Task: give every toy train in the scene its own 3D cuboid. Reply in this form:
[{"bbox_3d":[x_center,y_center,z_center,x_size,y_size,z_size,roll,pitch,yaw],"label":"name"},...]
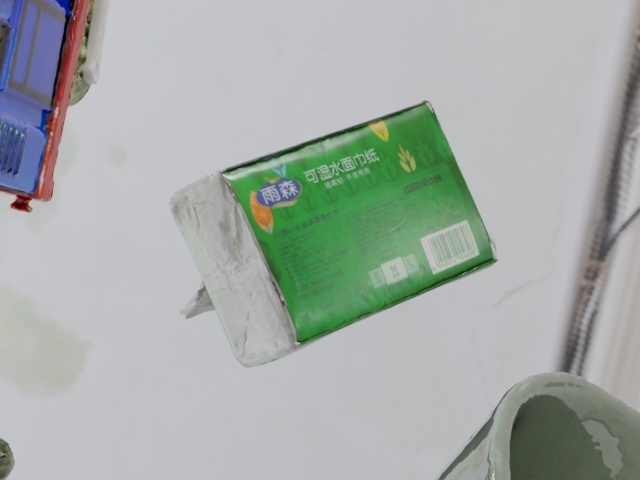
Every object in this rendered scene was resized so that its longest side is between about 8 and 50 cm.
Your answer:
[{"bbox_3d":[-0.123,-0.118,0.545,0.083,0.131,0.204,11,-93,14],"label":"toy train"}]

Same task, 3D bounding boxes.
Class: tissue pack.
[{"bbox_3d":[-0.002,-0.001,1.175,0.156,0.209,0.148,-24,-92,56],"label":"tissue pack"}]

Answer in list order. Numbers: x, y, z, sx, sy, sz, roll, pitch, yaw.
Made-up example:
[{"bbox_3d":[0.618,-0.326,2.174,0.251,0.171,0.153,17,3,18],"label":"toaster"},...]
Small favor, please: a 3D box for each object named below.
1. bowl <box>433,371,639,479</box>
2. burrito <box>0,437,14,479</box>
[{"bbox_3d":[0.114,0.213,0.629,0.146,0.289,0.289,-37,-101,24],"label":"bowl"},{"bbox_3d":[-0.486,0.249,1.784,0.229,0.089,0.144,31,-66,2],"label":"burrito"}]
